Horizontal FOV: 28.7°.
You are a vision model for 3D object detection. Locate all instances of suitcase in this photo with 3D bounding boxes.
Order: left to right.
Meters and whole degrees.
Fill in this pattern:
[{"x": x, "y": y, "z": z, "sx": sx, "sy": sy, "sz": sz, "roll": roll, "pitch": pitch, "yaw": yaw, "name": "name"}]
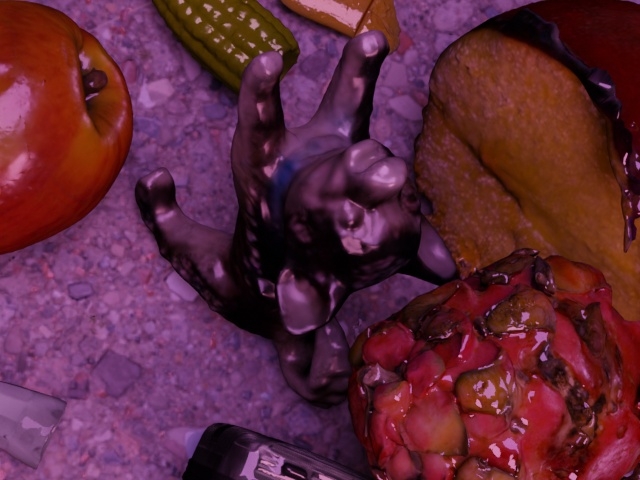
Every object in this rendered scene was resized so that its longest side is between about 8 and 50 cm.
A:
[{"x": 0.013, "y": 0.283, "z": 1.202, "sx": 0.312, "sy": 0.202, "sz": 0.128, "roll": 25, "pitch": 79, "yaw": -11, "name": "suitcase"}]

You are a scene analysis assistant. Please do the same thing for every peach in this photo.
[{"x": -0.324, "y": -0.105, "z": 1.198, "sx": 0.281, "sy": 0.238, "sz": 0.281, "roll": -14, "pitch": 54, "yaw": 20, "name": "peach"}, {"x": 0.291, "y": -0.063, "z": 1.292, "sx": 0.416, "sy": 0.339, "sz": 0.353, "roll": 33, "pitch": 46, "yaw": -6, "name": "peach"}]

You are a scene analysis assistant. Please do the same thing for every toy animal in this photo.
[{"x": 0.000, "y": 0.000, "z": 1.211, "sx": 0.194, "sy": 0.344, "sz": 0.303, "roll": -22, "pitch": 83, "yaw": -30, "name": "toy animal"}]

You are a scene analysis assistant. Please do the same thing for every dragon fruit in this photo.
[{"x": 0.153, "y": 0.151, "z": 1.103, "sx": 0.291, "sy": 0.250, "sz": 0.269, "roll": -26, "pitch": 80, "yaw": -49, "name": "dragon fruit"}]

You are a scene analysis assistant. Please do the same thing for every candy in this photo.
[{"x": -0.117, "y": -0.241, "z": 1.354, "sx": 0.209, "sy": 0.097, "sz": 0.097, "roll": 43, "pitch": 71, "yaw": 4, "name": "candy"}]

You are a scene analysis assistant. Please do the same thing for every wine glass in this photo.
[{"x": -0.330, "y": 0.159, "z": 1.221, "sx": 0.155, "sy": 0.073, "sz": 0.073, "roll": 26, "pitch": 73, "yaw": -3, "name": "wine glass"}]

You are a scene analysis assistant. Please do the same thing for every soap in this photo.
[{"x": 0.025, "y": -0.278, "z": 1.425, "sx": 0.168, "sy": 0.033, "sz": 0.089, "roll": 24, "pitch": 75, "yaw": -8, "name": "soap"}]
